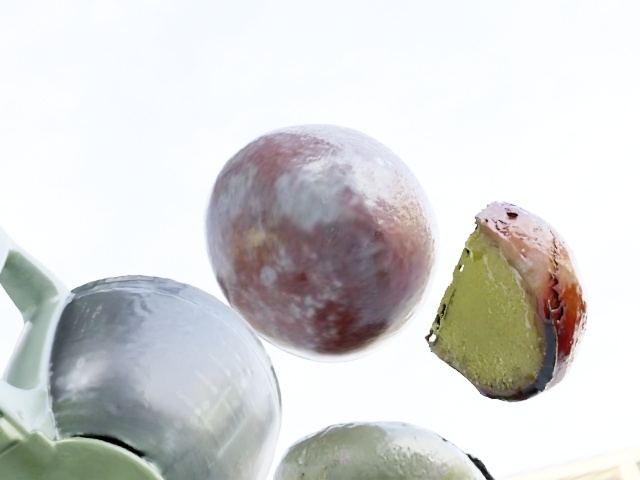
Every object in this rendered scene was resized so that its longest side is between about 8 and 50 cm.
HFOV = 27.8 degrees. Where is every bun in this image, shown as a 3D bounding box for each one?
[{"bbox_3d":[0.057,0.282,1.300,0.239,0.141,0.239,5,-45,5],"label":"bun"}]

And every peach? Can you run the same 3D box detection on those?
[{"bbox_3d":[0.151,0.042,1.022,0.092,0.127,0.172,-30,-56,-40],"label":"peach"}]

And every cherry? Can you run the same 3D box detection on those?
[{"bbox_3d":[0.000,0.000,1.255,0.236,0.213,0.285,36,-30,-12],"label":"cherry"}]

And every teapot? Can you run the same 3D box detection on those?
[{"bbox_3d":[-0.076,0.061,0.398,0.124,0.091,0.092,25,-69,-4],"label":"teapot"}]
